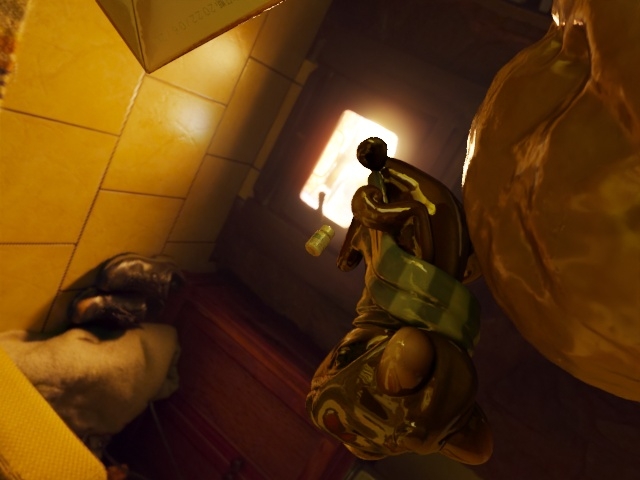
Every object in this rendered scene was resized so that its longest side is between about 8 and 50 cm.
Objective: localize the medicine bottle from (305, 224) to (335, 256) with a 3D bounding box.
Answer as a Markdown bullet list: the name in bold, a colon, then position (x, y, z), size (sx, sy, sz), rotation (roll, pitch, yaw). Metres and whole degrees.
- **medicine bottle**: position (0.000, 0.000, 1.429), size (0.089, 0.052, 0.052), rotation (-50, 156, -23)

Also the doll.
- **doll**: position (0.088, 0.077, 0.580), size (0.318, 0.209, 0.340), rotation (50, 40, -42)

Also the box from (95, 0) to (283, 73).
- **box**: position (-0.175, -0.434, 0.678), size (0.260, 0.283, 0.214), rotation (58, 32, -30)

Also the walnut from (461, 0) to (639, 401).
- **walnut**: position (0.291, -0.052, 0.398), size (0.383, 0.383, 0.384), rotation (-43, 153, -28)
